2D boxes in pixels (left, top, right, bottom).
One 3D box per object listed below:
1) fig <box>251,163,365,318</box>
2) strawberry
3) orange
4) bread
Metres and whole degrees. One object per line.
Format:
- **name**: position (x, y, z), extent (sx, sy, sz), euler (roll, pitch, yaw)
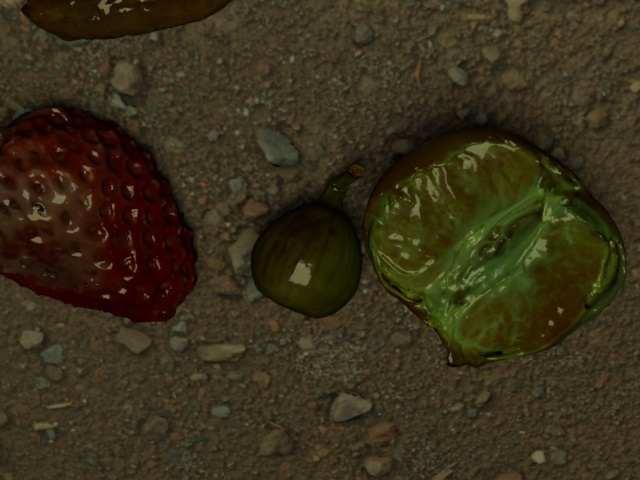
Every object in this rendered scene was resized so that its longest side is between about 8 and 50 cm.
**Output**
- **fig**: position (-0.015, 0.003, 1.389), extent (0.142, 0.148, 0.186), euler (7, 75, 12)
- **strawberry**: position (-0.306, -0.006, 1.372), extent (0.336, 0.149, 0.265), euler (41, 107, -17)
- **orange**: position (0.218, -0.002, 1.341), extent (0.334, 0.196, 0.262), euler (38, 124, -11)
- **bread**: position (-0.236, -0.297, 1.245), extent (0.260, 0.134, 0.129), euler (-8, 113, 4)
